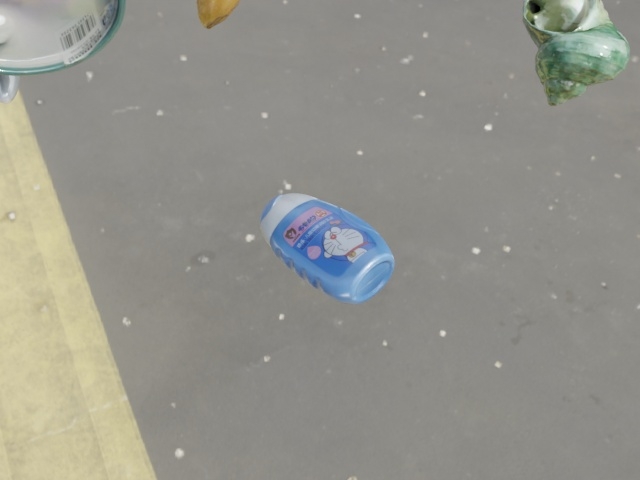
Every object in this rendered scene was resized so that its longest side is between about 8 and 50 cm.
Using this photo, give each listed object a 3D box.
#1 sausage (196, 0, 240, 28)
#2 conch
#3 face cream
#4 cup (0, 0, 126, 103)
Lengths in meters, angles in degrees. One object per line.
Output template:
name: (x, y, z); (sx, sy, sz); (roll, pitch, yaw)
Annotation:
sausage: (-0.202, -0.617, 1.450); (0.116, 0.354, 0.134); (11, 34, 5)
conch: (0.394, -0.309, 1.083); (0.176, 0.122, 0.188); (18, 58, -5)
face cream: (0.000, 0.000, 1.169); (0.149, 0.083, 0.264); (-38, 51, -23)
cup: (-0.255, -0.250, 0.554); (0.167, 0.300, 0.173); (-4, 60, -29)
